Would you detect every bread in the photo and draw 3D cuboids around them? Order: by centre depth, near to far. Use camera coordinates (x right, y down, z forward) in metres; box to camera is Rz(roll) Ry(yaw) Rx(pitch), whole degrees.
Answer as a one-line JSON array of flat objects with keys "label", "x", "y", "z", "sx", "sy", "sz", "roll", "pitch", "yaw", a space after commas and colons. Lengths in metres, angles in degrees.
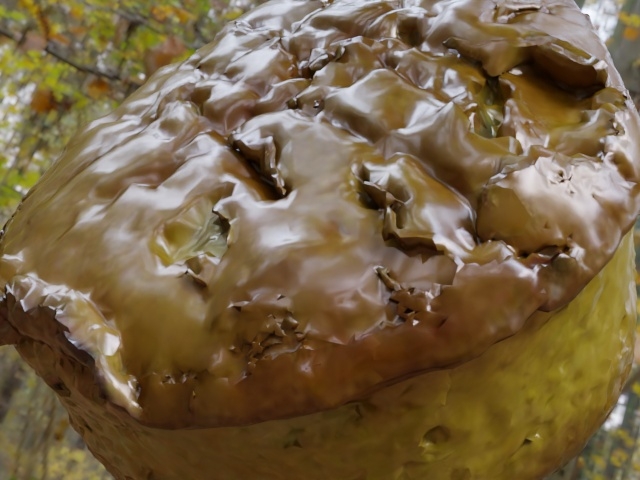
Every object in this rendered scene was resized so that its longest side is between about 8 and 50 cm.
[{"label": "bread", "x": 0.000, "y": 0.000, "z": 0.602, "sx": 0.398, "sy": 0.398, "sz": 0.215, "roll": 6, "pitch": -48, "yaw": 36}]
